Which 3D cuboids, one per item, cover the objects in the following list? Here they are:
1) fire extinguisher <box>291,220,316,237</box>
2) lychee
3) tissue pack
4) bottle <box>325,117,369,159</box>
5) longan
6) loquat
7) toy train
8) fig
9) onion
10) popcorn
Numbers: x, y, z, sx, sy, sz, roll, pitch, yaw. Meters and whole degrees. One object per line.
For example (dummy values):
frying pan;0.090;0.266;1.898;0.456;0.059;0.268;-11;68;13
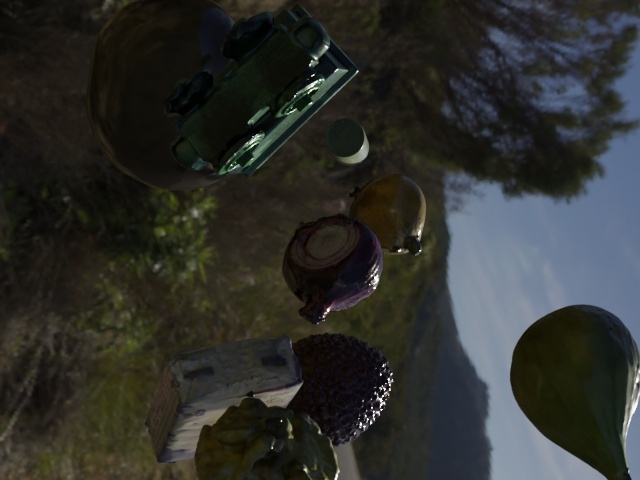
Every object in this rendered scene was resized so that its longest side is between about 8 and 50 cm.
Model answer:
fire extinguisher;0.000;0.000;2.160;0.269;0.105;0.104;9;65;-78
lychee;0.018;0.340;2.257;0.276;0.304;0.275;-18;90;-90
tissue pack;-0.190;0.309;1.869;0.343;0.243;0.125;119;-42;-56
bottle;0.049;-0.176;1.759;0.201;0.072;0.072;-1;75;-85
longan;-0.291;-0.295;1.953;0.336;0.405;0.404;-18;93;-46
loquat;0.143;-0.046;1.987;0.204;0.149;0.172;60;-45;30
toy train;-0.090;-0.201;1.326;0.145;0.266;0.202;49;15;2
fig;0.447;0.237;1.594;0.314;0.233;0.233;-136;-153;-61
onion;0.019;0.067;1.586;0.135;0.173;0.198;47;48;-41
popcorn;-0.080;0.330;1.450;0.189;0.218;0.169;-69;168;-82
